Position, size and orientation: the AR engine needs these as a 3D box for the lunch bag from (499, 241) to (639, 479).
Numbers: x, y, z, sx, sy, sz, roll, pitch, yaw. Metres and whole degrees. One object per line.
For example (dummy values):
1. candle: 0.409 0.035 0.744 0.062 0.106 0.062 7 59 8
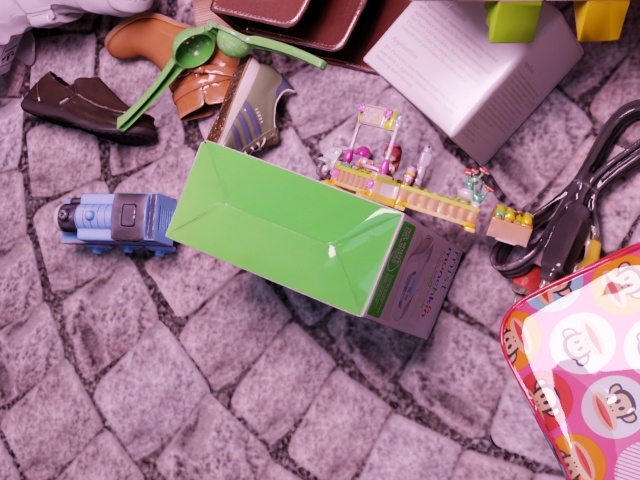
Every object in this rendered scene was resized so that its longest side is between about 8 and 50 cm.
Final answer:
1. lunch bag: 0.344 0.148 1.180 0.258 0.120 0.293 -28 68 15

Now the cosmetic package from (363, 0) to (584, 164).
1. cosmetic package: 0.181 -0.215 1.374 0.183 0.151 0.151 -48 67 8

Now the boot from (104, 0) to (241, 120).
1. boot: -0.196 -0.230 1.578 0.197 0.073 0.152 -14 79 22

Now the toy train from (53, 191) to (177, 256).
1. toy train: -0.263 -0.026 1.544 0.184 0.105 0.080 2 80 22

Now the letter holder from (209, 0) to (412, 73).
1. letter holder: 0.028 -0.382 1.472 0.214 0.152 0.301 16 86 22

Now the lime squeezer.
1. lime squeezer: -0.132 -0.227 1.476 0.310 0.059 0.109 -12 52 27

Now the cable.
1. cable: 0.298 -0.032 1.360 0.139 0.072 0.287 19 75 41

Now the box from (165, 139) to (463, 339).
1. box: 0.000 0.000 1.363 0.262 0.231 0.126 21 88 24

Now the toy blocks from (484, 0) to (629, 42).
1. toy blocks: 0.200 -0.357 1.252 0.382 0.190 0.261 -4 39 -15

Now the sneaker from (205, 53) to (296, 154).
1. sneaker: -0.092 -0.135 1.507 0.064 0.086 0.192 0 66 67

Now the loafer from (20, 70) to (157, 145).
1. loafer: -0.314 -0.187 1.610 0.220 0.080 0.078 17 87 24

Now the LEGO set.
1. LEGO set: 0.115 -0.084 1.358 0.287 0.132 0.107 20 94 36

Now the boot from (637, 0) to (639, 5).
1. boot: 0.465 -0.360 1.307 0.284 0.109 0.220 -20 71 20

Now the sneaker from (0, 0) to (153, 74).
1. sneaker: -0.387 -0.310 1.606 0.366 0.137 0.210 18 122 18
